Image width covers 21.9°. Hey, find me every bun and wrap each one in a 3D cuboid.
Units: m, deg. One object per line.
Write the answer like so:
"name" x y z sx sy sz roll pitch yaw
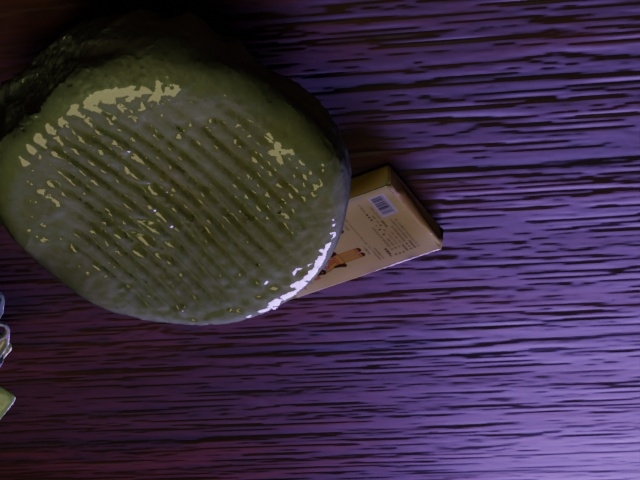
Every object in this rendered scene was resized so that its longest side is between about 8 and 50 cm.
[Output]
"bun" -0.089 -0.045 0.984 0.221 0.108 0.221 -1 133 -1

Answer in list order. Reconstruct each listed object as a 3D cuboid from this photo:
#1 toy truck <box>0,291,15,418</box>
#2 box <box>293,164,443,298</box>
"toy truck" -0.318 0.032 1.105 0.259 0.128 0.135 30 108 -24
"box" 0.000 0.000 1.090 0.149 0.020 0.073 -19 135 25
